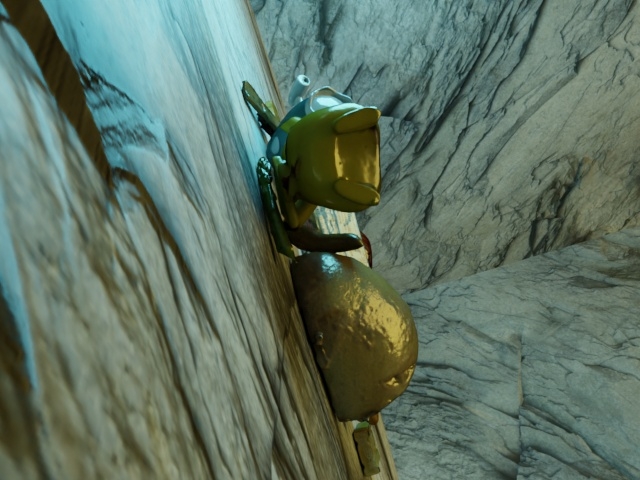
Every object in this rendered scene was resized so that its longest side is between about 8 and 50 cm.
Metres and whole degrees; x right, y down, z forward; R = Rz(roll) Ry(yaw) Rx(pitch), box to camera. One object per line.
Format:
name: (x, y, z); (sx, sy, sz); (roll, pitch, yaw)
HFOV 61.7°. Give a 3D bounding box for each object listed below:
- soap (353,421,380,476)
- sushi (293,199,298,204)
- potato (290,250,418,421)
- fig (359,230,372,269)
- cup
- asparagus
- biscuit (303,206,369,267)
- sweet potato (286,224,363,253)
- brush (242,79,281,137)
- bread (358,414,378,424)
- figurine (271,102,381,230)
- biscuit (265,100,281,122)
soap: (0.111, 0.478, 1.248); (0.252, 0.037, 0.092); (65, 9, -75)
sushi: (-0.055, -0.069, 1.145); (0.060, 0.061, 0.118); (65, -18, 6)
potato: (0.077, 0.151, 0.966); (0.211, 0.189, 0.264); (-102, 174, -59)
fig: (0.034, 0.048, 1.436); (0.175, 0.207, 0.175); (-20, -114, 57)
cup: (-0.005, -0.220, 1.112); (0.173, 0.167, 0.300); (-48, -128, 50)
asparagus: (-0.076, -0.057, 0.853); (0.034, 0.027, 0.236); (43, 24, -52)
biscuit: (0.032, 0.010, 1.306); (0.079, 0.186, 0.309); (-17, -90, 55)
sweet potato: (0.001, 0.002, 1.016); (0.054, 0.182, 0.053); (-37, 130, -45)
brush: (-0.126, -0.271, 1.153); (0.248, 0.036, 0.043); (32, 37, -76)
bread: (0.074, 0.305, 1.137); (0.200, 0.077, 0.116); (-76, 150, -81)
figurine: (0.002, -0.117, 0.897); (0.327, 0.169, 0.218); (-150, -117, -83)
biscuit: (-0.121, -0.306, 1.466); (0.221, 0.029, 0.142); (-104, 175, -54)
